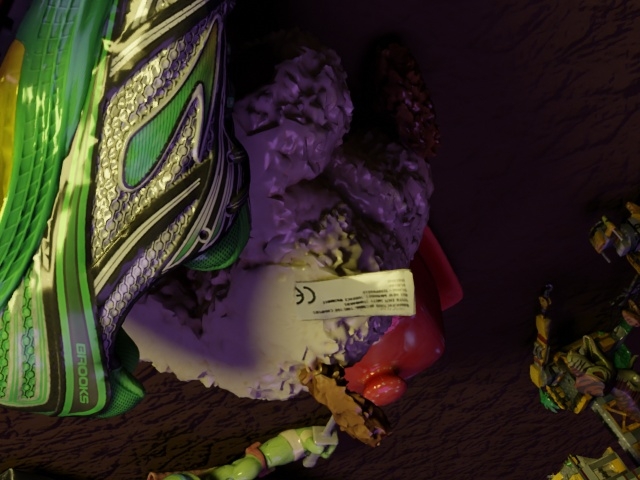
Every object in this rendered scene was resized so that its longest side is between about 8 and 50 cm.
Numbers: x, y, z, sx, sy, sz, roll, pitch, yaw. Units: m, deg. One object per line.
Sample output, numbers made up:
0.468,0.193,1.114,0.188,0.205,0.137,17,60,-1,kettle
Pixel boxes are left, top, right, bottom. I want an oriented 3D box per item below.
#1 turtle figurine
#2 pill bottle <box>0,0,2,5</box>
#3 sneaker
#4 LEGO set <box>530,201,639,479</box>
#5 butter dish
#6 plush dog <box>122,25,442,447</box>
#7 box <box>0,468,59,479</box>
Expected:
-0.023,0.292,1.137,0.275,0.197,0.266,-22,149,15,turtle figurine
-0.264,-0.074,0.536,0.181,0.181,0.323,8,139,-31,pill bottle
-0.086,-0.073,0.560,0.146,0.134,0.343,23,102,-18,sneaker
0.258,0.133,0.978,0.192,0.255,0.331,-20,157,-25,LEGO set
0.038,0.076,0.925,0.160,0.118,0.160,-22,146,9,butter dish
0.000,0.000,0.738,0.262,0.210,0.225,-49,179,34,plush dog
-0.288,0.392,1.180,0.296,0.182,0.294,-32,141,25,box
